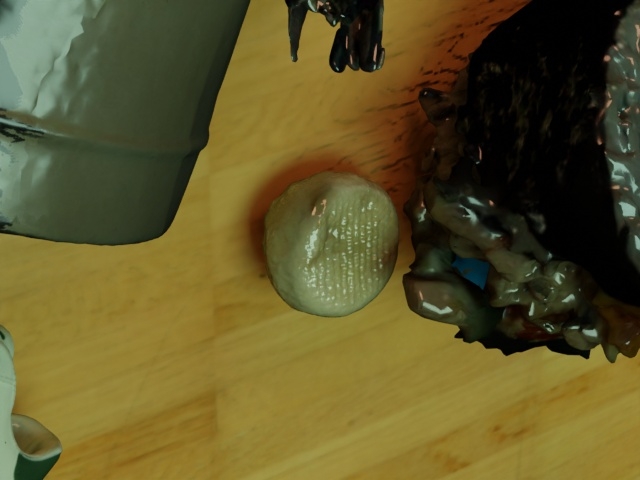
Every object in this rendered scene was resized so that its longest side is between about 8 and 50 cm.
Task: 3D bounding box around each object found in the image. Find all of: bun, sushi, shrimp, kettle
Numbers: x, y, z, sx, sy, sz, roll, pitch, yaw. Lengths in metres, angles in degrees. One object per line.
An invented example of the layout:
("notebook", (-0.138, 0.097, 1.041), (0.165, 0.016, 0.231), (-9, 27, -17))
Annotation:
("bun", (0.000, 0.000, 0.981), (0.086, 0.055, 0.086), (-18, 117, -41))
("sushi", (0.157, -0.036, 0.999), (0.238, 0.219, 0.225), (27, 61, -22))
("shrimp", (0.008, -0.125, 0.742), (0.046, 0.219, 0.152), (5, 129, 2))
("kettle", (-0.109, -0.180, 0.616), (0.228, 0.321, 0.324), (20, 101, -2))

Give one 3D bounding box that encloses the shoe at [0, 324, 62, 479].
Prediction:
("shoe", (-0.203, 0.054, 0.831), (0.110, 0.095, 0.265), (-39, 140, -20))
